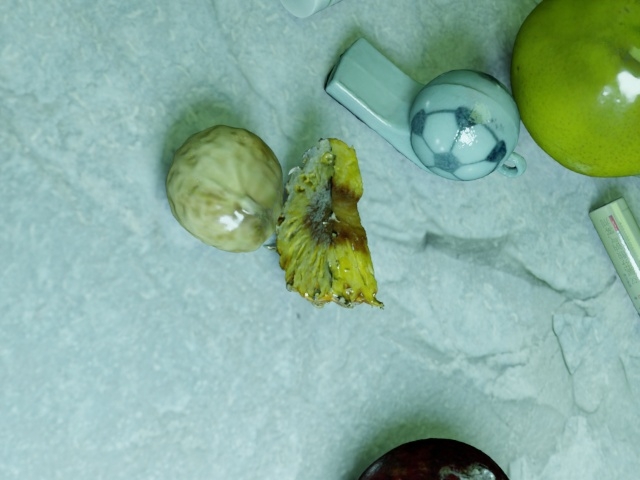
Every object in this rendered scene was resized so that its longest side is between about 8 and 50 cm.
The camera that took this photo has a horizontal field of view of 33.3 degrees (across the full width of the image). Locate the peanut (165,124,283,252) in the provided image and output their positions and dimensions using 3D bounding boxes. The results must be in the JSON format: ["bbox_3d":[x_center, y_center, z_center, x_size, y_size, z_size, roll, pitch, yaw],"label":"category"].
[{"bbox_3d":[-0.112,-0.063,1.272,0.140,0.109,0.159,29,50,-29],"label":"peanut"}]

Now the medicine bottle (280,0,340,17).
[{"bbox_3d":[0.029,-0.375,1.460,0.183,0.086,0.086,-34,92,-33],"label":"medicine bottle"}]

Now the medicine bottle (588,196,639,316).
[{"bbox_3d":[0.473,0.050,1.581,0.059,0.059,0.231,-25,86,-32],"label":"medicine bottle"}]

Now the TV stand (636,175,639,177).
[{"bbox_3d":[0.555,-0.101,1.685,0.256,0.040,0.049,9,71,-26],"label":"TV stand"}]

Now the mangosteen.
[{"bbox_3d":[0.147,0.334,1.193,0.235,0.261,0.235,10,68,-25],"label":"mangosteen"}]

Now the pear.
[{"bbox_3d":[0.404,-0.224,1.507,0.294,0.294,0.294,9,70,-26],"label":"pear"}]

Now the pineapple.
[{"bbox_3d":[-0.001,0.000,1.303,0.079,0.135,0.233,19,53,-37],"label":"pineapple"}]

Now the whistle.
[{"bbox_3d":[0.164,-0.174,1.428,0.289,0.163,0.163,36,61,-14],"label":"whistle"}]
